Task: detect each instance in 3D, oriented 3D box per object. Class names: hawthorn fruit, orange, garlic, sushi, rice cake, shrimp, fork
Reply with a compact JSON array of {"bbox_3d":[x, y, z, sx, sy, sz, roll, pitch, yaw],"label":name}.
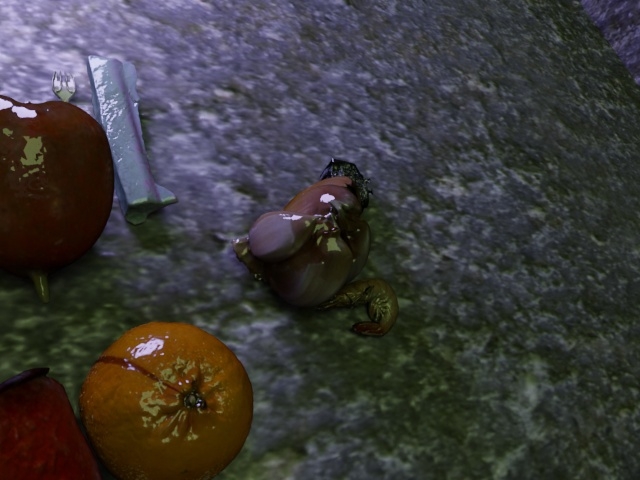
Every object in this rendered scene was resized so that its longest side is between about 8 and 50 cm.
[{"bbox_3d":[-0.347,-0.046,0.642,0.199,0.199,0.251,-8,80,-31],"label":"hawthorn fruit"},{"bbox_3d":[-0.169,0.184,0.599,0.193,0.161,0.193,15,51,-19],"label":"orange"},{"bbox_3d":[0.000,0.000,0.806,0.214,0.191,0.160,-32,105,-49],"label":"garlic"},{"bbox_3d":[0.051,-0.090,0.942,0.084,0.056,0.083,9,58,-22],"label":"sushi"},{"bbox_3d":[-0.295,-0.162,0.809,0.081,0.051,0.290,-14,70,-23],"label":"rice cake"},{"bbox_3d":[0.063,0.112,0.847,0.162,0.045,0.095,-10,87,-37],"label":"shrimp"},{"bbox_3d":[-0.380,-0.177,0.788,0.034,0.028,0.219,0,62,-31],"label":"fork"}]

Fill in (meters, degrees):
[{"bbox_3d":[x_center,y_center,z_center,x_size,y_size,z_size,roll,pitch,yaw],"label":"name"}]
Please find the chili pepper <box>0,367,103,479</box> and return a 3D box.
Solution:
[{"bbox_3d":[-0.285,0.295,0.429,0.305,0.229,0.251,57,17,13],"label":"chili pepper"}]
